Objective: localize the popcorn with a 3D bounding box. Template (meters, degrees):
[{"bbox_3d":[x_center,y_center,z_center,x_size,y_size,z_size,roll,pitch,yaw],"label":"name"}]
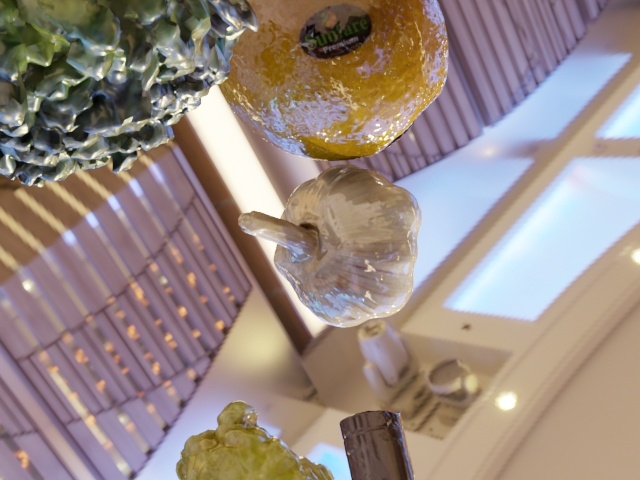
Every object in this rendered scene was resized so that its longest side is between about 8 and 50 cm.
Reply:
[{"bbox_3d":[-0.085,0.363,1.372,0.234,0.242,0.250,-15,-133,-23],"label":"popcorn"}]

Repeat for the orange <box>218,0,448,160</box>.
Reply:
[{"bbox_3d":[0.009,-0.220,1.129,0.274,0.274,0.274,-23,-154,12],"label":"orange"}]

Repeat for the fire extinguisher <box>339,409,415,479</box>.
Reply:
[{"bbox_3d":[0.091,0.316,1.078,0.089,0.072,0.268,-9,-112,-10],"label":"fire extinguisher"}]

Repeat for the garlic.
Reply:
[{"bbox_3d":[0.000,0.000,1.156,0.199,0.199,0.226,-3,172,42],"label":"garlic"}]

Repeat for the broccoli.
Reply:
[{"bbox_3d":[-0.153,-0.157,0.419,0.177,0.275,0.198,-23,178,14],"label":"broccoli"}]
